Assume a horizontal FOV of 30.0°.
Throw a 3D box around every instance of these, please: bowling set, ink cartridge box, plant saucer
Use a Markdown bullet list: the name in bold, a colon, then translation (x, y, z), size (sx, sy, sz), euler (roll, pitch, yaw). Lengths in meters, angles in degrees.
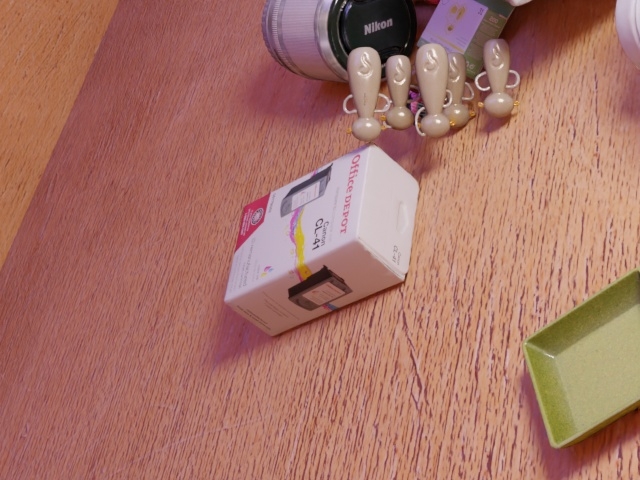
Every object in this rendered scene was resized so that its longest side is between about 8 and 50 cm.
- **bowling set**: translation (0.188, -0.238, 2.002), size (0.287, 0.200, 0.154), euler (-3, 87, 8)
- **ink cartridge box**: translation (0.277, -0.416, 2.102), size (0.235, 0.056, 0.171), euler (-63, 28, 14)
- **ink cartridge box**: translation (0.000, 0.000, 2.003), size (0.306, 0.131, 0.226), euler (-27, 38, 36)
- **plant saucer**: translation (0.352, 0.152, 1.468), size (0.188, 0.045, 0.188), euler (-37, 33, 22)

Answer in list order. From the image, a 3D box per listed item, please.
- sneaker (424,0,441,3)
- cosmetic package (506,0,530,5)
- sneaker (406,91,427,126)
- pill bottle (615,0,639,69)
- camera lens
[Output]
- **sneaker**: translation (0.204, -0.493, 2.304), size (0.208, 0.081, 0.094), euler (-16, 48, 43)
- **cosmetic package**: translation (0.329, -0.631, 1.863), size (0.327, 0.394, 0.329), euler (-27, 23, 2)
- **sneaker**: translation (0.166, -0.232, 2.124), size (0.057, 0.047, 0.119), euler (-54, 23, 34)
- **pill bottle**: translation (0.553, -0.302, 1.475), size (0.229, 0.229, 0.407), euler (-57, 18, -10)
- **camera lens**: translation (0.036, -0.415, 2.303), size (0.219, 0.219, 0.274), euler (-57, 32, -10)
